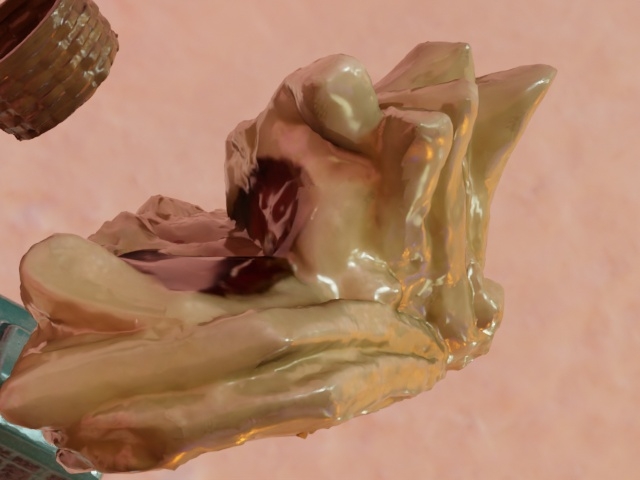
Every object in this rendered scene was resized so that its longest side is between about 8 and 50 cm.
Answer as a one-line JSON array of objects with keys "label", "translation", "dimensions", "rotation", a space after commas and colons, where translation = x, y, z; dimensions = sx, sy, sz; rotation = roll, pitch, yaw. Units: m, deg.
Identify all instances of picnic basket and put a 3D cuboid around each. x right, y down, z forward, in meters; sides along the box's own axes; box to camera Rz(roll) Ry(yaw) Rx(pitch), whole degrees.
[{"label": "picnic basket", "translation": [-0.127, -0.088, 0.791], "dimensions": [0.072, 0.072, 0.083], "rotation": [-36, 119, 15]}]

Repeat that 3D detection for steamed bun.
[{"label": "steamed bun", "translation": [0.000, 0.000, 1.024], "dimensions": [0.247, 0.189, 0.428], "rotation": [-4, -179, 14]}]

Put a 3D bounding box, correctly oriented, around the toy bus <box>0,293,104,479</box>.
[{"label": "toy bus", "translation": [-0.262, 0.106, 1.437], "dimensions": [0.256, 0.128, 0.147], "rotation": [29, 140, -17]}]
